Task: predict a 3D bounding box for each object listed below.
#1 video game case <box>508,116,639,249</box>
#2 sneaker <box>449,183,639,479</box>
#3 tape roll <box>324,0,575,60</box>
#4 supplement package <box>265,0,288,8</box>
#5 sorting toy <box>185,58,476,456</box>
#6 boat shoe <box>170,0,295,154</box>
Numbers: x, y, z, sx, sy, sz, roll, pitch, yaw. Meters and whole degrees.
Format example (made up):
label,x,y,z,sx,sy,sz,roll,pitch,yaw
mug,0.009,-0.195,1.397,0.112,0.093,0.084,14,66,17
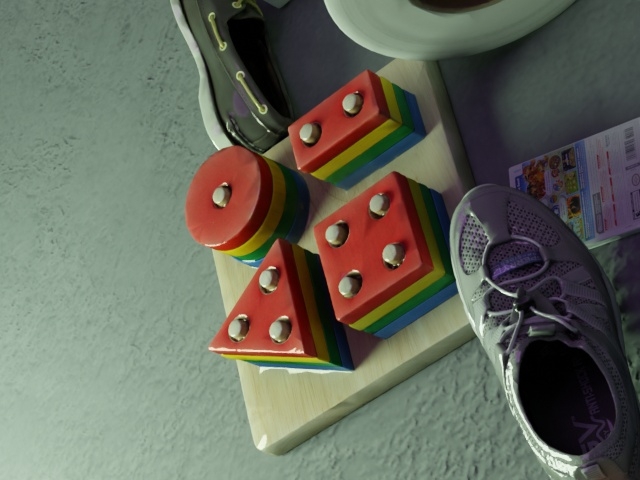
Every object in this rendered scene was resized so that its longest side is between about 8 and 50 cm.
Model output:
label,x,y,z,sx,sy,sz,roll,pitch,yaw
video game case,0.196,-0.034,1.497,0.122,0.011,0.087,-21,60,36
sneaker,0.165,0.064,1.396,0.105,0.115,0.281,-27,59,4
tape roll,0.094,-0.280,1.528,0.246,0.246,0.169,-38,50,25
supplement package,-0.056,-0.318,1.782,0.105,0.105,0.179,-36,51,24
sorting toy,0.000,0.000,1.610,0.255,0.089,0.257,-34,53,29
boat shoe,-0.076,-0.176,1.765,0.069,0.081,0.227,-31,61,26
